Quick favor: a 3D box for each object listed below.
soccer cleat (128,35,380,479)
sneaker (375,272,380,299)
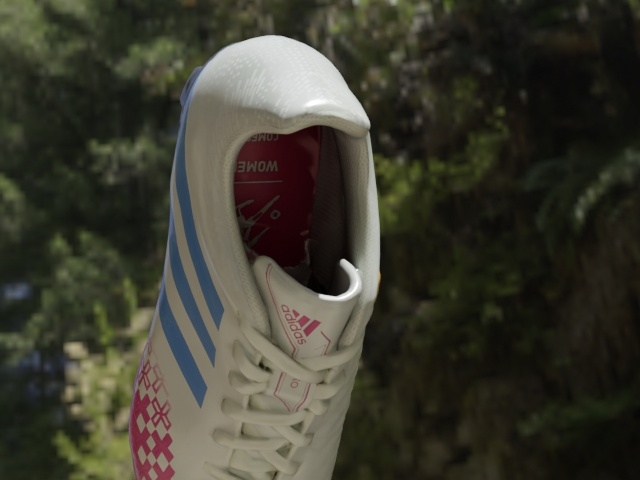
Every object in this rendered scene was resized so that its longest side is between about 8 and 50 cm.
[{"bbox_3d":[-0.032,0.059,1.053,0.116,0.143,0.331,-5,-70,-21],"label":"soccer cleat"},{"bbox_3d":[0.000,0.000,1.532,0.083,0.215,0.084,11,-65,-6],"label":"sneaker"}]
